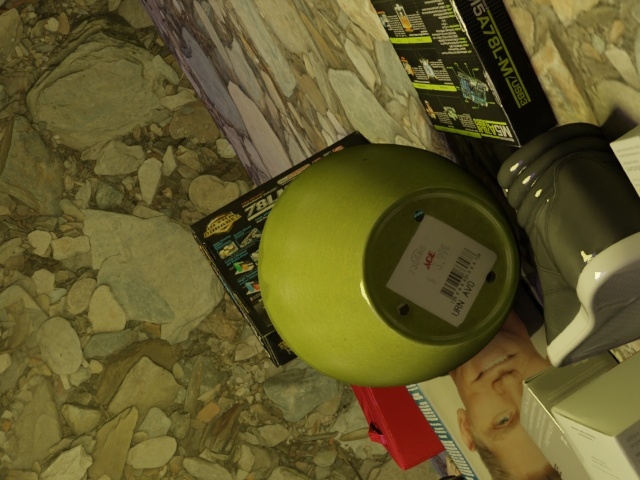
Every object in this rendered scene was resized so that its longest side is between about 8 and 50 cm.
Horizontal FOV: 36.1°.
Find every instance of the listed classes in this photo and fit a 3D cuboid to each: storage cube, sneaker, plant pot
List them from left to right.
[{"bbox_3d":[0.085,0.023,0.959,0.274,0.275,0.293,59,173,-2],"label":"plant pot"},{"bbox_3d":[0.152,0.219,1.587,0.193,0.215,0.184,67,171,-14],"label":"storage cube"},{"bbox_3d":[0.212,0.006,0.802,0.295,0.105,0.146,67,-179,-65],"label":"sneaker"}]

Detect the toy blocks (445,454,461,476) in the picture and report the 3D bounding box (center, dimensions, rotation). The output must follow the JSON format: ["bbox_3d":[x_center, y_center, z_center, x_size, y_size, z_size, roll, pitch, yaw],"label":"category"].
[{"bbox_3d":[0.316,0.427,1.588,0.381,0.191,0.260,48,156,53],"label":"toy blocks"}]

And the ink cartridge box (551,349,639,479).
[{"bbox_3d":[0.299,0.184,0.783,0.176,0.128,0.127,58,172,-5],"label":"ink cartridge box"}]

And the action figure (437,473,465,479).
[{"bbox_3d":[0.272,0.353,1.419,0.285,0.099,0.185,-38,62,44],"label":"action figure"}]

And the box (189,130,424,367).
[{"bbox_3d":[0.000,0.000,1.362,0.293,0.296,0.073,48,165,50],"label":"box"}]

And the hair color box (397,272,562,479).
[{"bbox_3d":[0.188,0.144,1.166,0.347,0.174,0.105,57,172,7],"label":"hair color box"}]

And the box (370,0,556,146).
[{"bbox_3d":[0.114,-0.178,0.877,0.184,0.045,0.191,58,172,-16],"label":"box"}]

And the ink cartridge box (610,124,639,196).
[{"bbox_3d":[0.245,-0.024,0.601,0.122,0.052,0.088,58,172,-4],"label":"ink cartridge box"}]

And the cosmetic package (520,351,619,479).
[{"bbox_3d":[0.313,0.235,0.999,0.238,0.107,0.127,58,170,32],"label":"cosmetic package"}]
